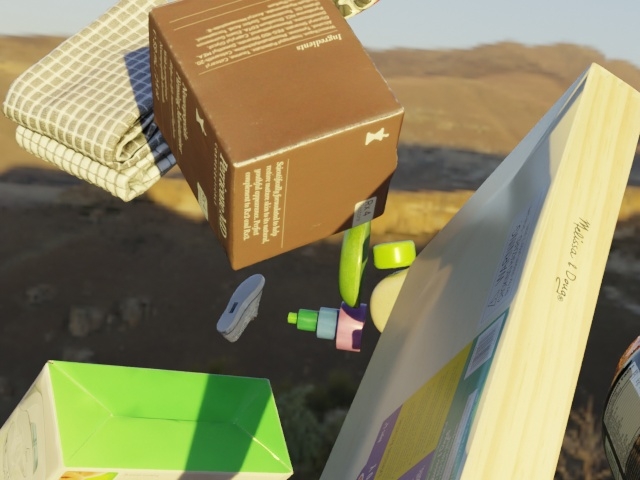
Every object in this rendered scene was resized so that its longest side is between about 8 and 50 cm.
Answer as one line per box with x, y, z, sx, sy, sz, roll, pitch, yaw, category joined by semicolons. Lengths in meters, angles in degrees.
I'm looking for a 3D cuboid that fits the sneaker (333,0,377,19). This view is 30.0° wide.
0.089;-0.307;1.248;0.279;0.107;0.118;-28;-12;22;sneaker

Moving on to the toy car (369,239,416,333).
0.157;0.070;1.472;0.149;0.155;0.188;-5;2;24;toy car

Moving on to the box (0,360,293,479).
-0.206;0.244;1.276;0.262;0.231;0.126;10;47;-34;box

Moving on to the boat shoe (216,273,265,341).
-0.099;0.090;1.571;0.035;0.100;0.035;1;-41;39;boat shoe

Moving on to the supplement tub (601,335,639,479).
0.353;0.195;1.003;0.207;0.207;0.338;6;18;3;supplement tub

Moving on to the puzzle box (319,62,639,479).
0.087;0.093;0.791;0.052;0.272;0.408;32;48;-6;puzzle box

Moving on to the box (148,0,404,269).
-0.047;-0.118;1.123;0.167;0.203;0.168;-20;-31;-17;box

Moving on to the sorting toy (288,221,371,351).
0.000;0.000;1.519;0.126;0.365;0.127;7;43;6;sorting toy

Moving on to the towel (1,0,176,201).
-0.235;-0.198;1.533;0.235;0.121;0.284;23;55;37;towel
